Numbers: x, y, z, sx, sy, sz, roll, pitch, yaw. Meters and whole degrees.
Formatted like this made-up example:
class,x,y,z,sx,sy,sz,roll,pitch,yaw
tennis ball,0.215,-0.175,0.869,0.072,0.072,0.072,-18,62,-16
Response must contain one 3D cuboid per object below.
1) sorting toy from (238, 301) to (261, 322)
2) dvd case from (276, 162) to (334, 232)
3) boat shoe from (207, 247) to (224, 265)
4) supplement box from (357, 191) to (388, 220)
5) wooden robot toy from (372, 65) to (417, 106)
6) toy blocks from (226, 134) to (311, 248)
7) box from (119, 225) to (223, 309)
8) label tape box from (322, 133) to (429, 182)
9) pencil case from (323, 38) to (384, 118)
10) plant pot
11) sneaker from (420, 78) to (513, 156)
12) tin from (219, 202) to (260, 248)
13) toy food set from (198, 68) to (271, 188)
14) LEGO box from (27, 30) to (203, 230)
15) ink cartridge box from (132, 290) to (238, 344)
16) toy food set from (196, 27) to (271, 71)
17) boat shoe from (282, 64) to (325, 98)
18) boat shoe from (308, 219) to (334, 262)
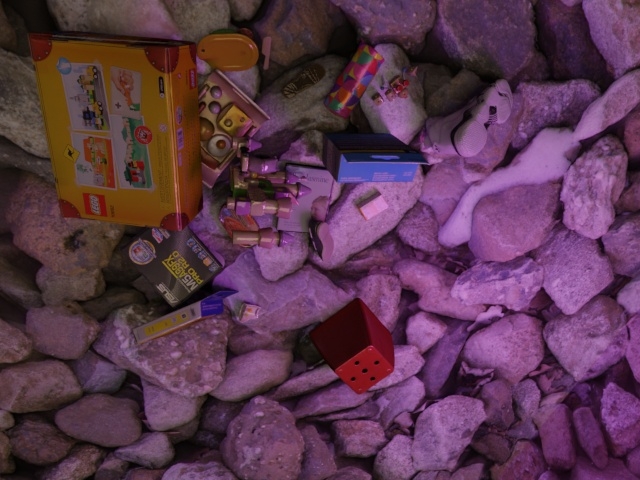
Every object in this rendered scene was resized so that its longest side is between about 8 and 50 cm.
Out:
class,x,y,z,sx,sy,sz,roll,pitch,yaw
sorting toy,-0.271,0.276,1.814,0.075,0.045,0.083,13,113,-26
dvd case,-0.052,-0.144,1.658,0.180,0.022,0.253,4,115,-14
boat shoe,-0.451,0.064,1.652,0.219,0.078,0.070,15,155,-13
supplement box,0.192,-0.126,1.712,0.098,0.036,0.062,-31,118,5
wooden robot toy,0.259,-0.488,1.529,0.173,0.076,0.079,-39,128,9
toy blocks,-0.141,-0.165,1.439,0.259,0.289,0.309,2,122,-17
box,-0.493,0.060,1.566,0.216,0.060,0.270,-41,98,-10
label tape box,0.158,-0.248,1.466,0.248,0.348,0.115,-2,117,-11
pencil case,0.105,-0.503,1.472,0.104,0.104,0.236,27,106,-23
plant pot,0.149,0.448,1.879,0.267,0.236,0.267,-37,118,8
sneaker,0.490,-0.414,1.582,0.366,0.210,0.137,-50,122,-25
tin,-0.281,-0.058,1.645,0.106,0.040,0.190,-25,119,6
toy food set,-0.333,-0.342,1.457,0.219,0.092,0.306,38,104,-25
LEGO box,-0.548,-0.303,1.317,0.372,0.193,0.501,7,116,5
ink cartridge box,-0.447,0.262,1.631,0.307,0.303,0.072,-20,83,0
toy food set,-0.253,-0.572,1.378,0.217,0.071,0.128,-2,150,-5
boat shoe,-0.054,-0.499,1.472,0.153,0.048,0.056,-37,106,0
boat shoe,0.000,0.000,1.715,0.075,0.064,0.206,-51,149,-29
